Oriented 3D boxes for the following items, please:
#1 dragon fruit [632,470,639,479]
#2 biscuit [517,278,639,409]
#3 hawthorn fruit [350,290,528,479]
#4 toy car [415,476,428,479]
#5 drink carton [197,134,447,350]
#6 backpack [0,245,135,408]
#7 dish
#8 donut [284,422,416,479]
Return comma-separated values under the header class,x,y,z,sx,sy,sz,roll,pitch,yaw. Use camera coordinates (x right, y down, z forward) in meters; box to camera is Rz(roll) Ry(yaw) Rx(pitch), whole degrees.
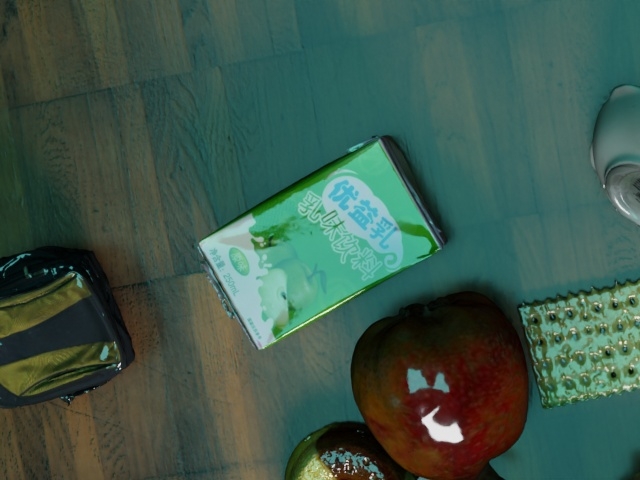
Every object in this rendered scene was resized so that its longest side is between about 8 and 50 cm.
class,x,y,z,sx,sy,sz,roll,pitch,yaw
dragon fruit,0.420,0.322,1.832,0.137,0.135,0.236,24,80,13
biscuit,0.365,0.116,1.878,0.231,0.016,0.139,-14,92,11
hawthorn fruit,0.156,0.189,1.827,0.208,0.208,0.248,-23,93,11
toy car,0.187,0.339,1.899,0.080,0.070,0.171,-31,88,10
drink carton,0.000,0.000,1.889,0.271,0.108,0.161,-29,91,10
backpack,-0.362,0.116,1.958,0.258,0.133,0.206,-21,99,17
dish,0.393,-0.062,1.773,0.246,0.224,0.078,50,58,-18
donut,0.038,0.320,1.924,0.166,0.073,0.184,-18,92,8
